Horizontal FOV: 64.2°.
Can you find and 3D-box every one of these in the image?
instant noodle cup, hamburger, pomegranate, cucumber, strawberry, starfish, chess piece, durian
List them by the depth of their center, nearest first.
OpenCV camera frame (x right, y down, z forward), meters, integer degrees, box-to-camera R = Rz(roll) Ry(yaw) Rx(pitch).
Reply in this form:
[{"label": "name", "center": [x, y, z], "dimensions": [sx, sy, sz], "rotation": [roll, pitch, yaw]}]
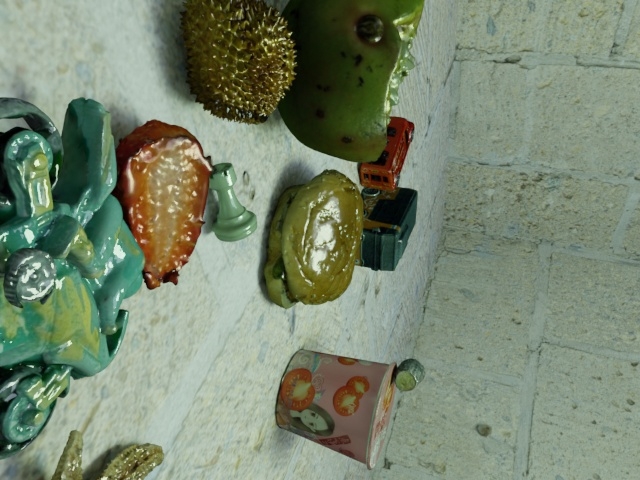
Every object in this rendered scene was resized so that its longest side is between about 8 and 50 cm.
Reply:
[{"label": "starfish", "center": [-0.268, 0.352, 0.558], "dimensions": [0.299, 0.060, 0.302], "rotation": [87, 17, -49]}, {"label": "strawberry", "center": [-0.189, -0.041, 0.565], "dimensions": [0.121, 0.082, 0.188], "rotation": [-19, 129, -51]}, {"label": "durian", "center": [-0.098, -0.227, 0.631], "dimensions": [0.158, 0.137, 0.168], "rotation": [-26, 118, -41]}, {"label": "chess piece", "center": [-0.132, -0.057, 0.730], "dimensions": [0.067, 0.067, 0.103], "rotation": [-54, 141, -50]}, {"label": "pomegranate", "center": [0.022, -0.291, 0.853], "dimensions": [0.358, 0.216, 0.310], "rotation": [-168, -91, -79]}, {"label": "hamburger", "center": [0.000, 0.001, 1.023], "dimensions": [0.265, 0.134, 0.285], "rotation": [9, 90, -73]}, {"label": "cucumber", "center": [0.205, 0.309, 1.180], "dimensions": [0.112, 0.064, 0.064], "rotation": [9, 92, -69]}, {"label": "instant noodle cup", "center": [0.041, 0.372, 1.185], "dimensions": [0.243, 0.231, 0.243], "rotation": [11, 90, -71]}]

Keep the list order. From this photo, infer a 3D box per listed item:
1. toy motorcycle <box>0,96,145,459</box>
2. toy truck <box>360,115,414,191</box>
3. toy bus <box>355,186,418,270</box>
[{"label": "toy motorcycle", "center": [-0.223, 0.028, 0.443], "dimensions": [0.198, 0.109, 0.297], "rotation": [-38, 138, -63]}, {"label": "toy truck", "center": [0.194, -0.268, 1.464], "dimensions": [0.114, 0.107, 0.253], "rotation": [69, 37, -57]}, {"label": "toy bus", "center": [0.174, -0.041, 1.441], "dimensions": [0.275, 0.167, 0.139], "rotation": [-54, 149, -49]}]
